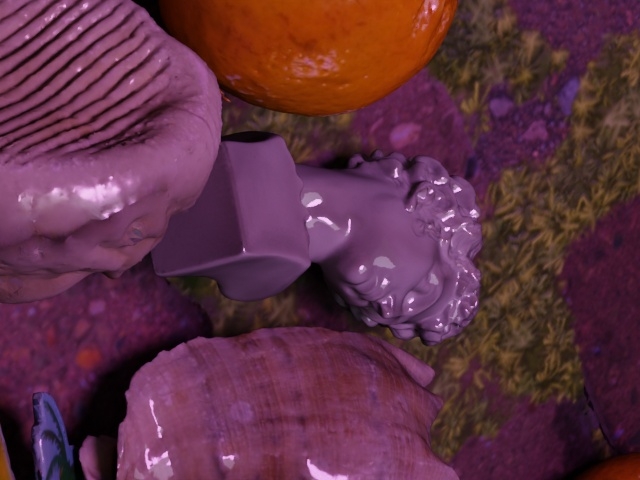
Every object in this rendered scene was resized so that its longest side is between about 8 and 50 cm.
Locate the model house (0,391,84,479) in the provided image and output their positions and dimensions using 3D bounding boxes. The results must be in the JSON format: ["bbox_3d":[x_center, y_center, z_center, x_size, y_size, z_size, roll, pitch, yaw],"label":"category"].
[{"bbox_3d":[-0.284,0.196,1.173,0.300,0.340,0.323,-7,88,2],"label":"model house"}]

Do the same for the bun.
[{"bbox_3d":[-0.166,-0.047,1.116,0.231,0.231,0.133,-21,138,-32],"label":"bun"}]

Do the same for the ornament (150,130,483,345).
[{"bbox_3d":[-0.007,-0.013,1.309,0.285,0.120,0.130,17,69,-43],"label":"ornament"}]

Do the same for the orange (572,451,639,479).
[{"bbox_3d":[0.269,0.292,1.623,0.240,0.171,0.240,-14,114,-34],"label":"orange"}]

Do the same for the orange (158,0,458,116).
[{"bbox_3d":[-0.006,-0.182,1.188,0.219,0.193,0.219,20,90,-82],"label":"orange"}]

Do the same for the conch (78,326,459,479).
[{"bbox_3d":[-0.002,0.185,1.344,0.324,0.186,0.263,35,76,-50],"label":"conch"}]
